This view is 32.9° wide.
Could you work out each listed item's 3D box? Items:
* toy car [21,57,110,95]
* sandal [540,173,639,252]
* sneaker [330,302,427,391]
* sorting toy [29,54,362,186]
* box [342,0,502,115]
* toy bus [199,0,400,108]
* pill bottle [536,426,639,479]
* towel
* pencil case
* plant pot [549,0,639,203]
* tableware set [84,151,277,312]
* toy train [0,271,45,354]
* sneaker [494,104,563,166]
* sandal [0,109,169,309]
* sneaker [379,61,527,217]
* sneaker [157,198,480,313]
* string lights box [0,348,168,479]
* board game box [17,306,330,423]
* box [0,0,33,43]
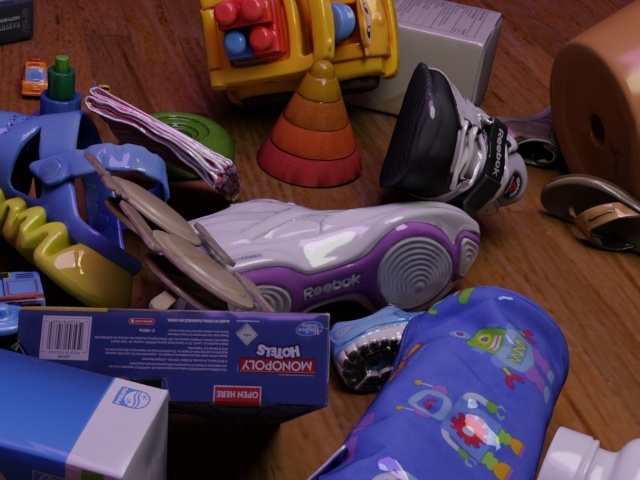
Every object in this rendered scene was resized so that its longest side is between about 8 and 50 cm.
[{"bbox_3d":[-0.300,-0.190,1.283,0.122,0.040,0.060,8,30,0],"label":"toy car"},{"bbox_3d":[0.305,-0.014,1.122,0.180,0.072,0.049,30,58,26],"label":"sandal"},{"bbox_3d":[0.079,0.073,0.910,0.162,0.063,0.073,-7,30,-24],"label":"sneaker"},{"bbox_3d":[-0.126,-0.146,1.169,0.365,0.126,0.127,4,31,-9],"label":"sorting toy"},{"bbox_3d":[0.063,-0.252,1.398,0.311,0.121,0.148,16,31,12],"label":"box"},{"bbox_3d":[-0.031,-0.239,1.224,0.220,0.149,0.211,-7,1,11],"label":"toy bus"},{"bbox_3d":[0.234,0.193,0.699,0.193,0.108,0.108,20,32,19],"label":"pill bottle"},{"bbox_3d":[-0.146,-0.084,1.032,0.144,0.029,0.197,30,-5,1],"label":"towel"},{"bbox_3d":[0.078,0.141,0.733,0.133,0.119,0.306,36,34,5],"label":"pencil case"},{"bbox_3d":[0.385,-0.150,1.178,0.203,0.291,0.291,-17,36,-10],"label":"plant pot"},{"bbox_3d":[-0.112,0.010,0.792,0.128,0.039,0.194,35,5,-34],"label":"tableware set"},{"bbox_3d":[-0.286,0.075,0.805,0.184,0.080,0.105,-5,24,-18],"label":"toy train"},{"bbox_3d":[0.272,-0.118,1.299,0.188,0.066,0.071,-15,54,-26],"label":"sneaker"},{"bbox_3d":[-0.245,-0.060,0.958,0.317,0.126,0.138,34,81,27],"label":"sandal"},{"bbox_3d":[0.137,-0.086,1.050,0.146,0.122,0.330,19,4,4],"label":"sneaker"},{"bbox_3d":[0.000,0.000,0.960,0.305,0.114,0.152,-8,35,-26],"label":"sneaker"},{"bbox_3d":[-0.228,0.130,0.662,0.260,0.133,0.077,12,36,8],"label":"string lights box"},{"bbox_3d":[-0.085,0.091,0.745,0.194,0.060,0.194,1,-14,4],"label":"board game box"},{"bbox_3d":[-0.517,-0.313,1.419,0.233,0.059,0.183,31,37,32],"label":"box"}]
